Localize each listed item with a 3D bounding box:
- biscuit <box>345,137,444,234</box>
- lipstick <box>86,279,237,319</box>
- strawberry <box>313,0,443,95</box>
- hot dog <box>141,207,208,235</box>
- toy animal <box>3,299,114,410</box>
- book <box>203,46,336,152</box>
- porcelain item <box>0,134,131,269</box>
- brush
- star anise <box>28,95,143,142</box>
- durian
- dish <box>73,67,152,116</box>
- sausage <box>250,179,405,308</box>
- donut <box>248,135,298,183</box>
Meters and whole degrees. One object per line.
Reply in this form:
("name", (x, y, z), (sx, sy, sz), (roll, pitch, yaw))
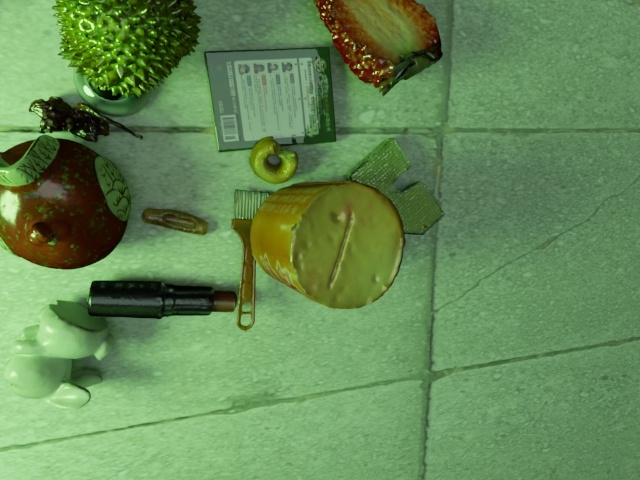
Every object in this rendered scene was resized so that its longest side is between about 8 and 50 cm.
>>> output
("biscuit", (0.184, -0.112, 1.035), (0.147, 0.046, 0.250), (-43, 110, -5))
("lipstick", (-0.329, 0.127, 0.914), (0.300, 0.081, 0.081), (6, 100, -24))
("strawberry", (0.103, -0.453, 0.910), (0.233, 0.138, 0.306), (-37, 85, -26))
("hot dog", (-0.306, -0.042, 0.911), (0.137, 0.028, 0.044), (16, 90, -18))
("toy animal", (-0.511, 0.227, 0.855), (0.178, 0.127, 0.193), (23, 92, -22))
("book", (-0.100, -0.300, 0.916), (0.264, 0.027, 0.202), (-9, 105, -15))
("porcelain item", (-0.466, -0.057, 0.751), (0.253, 0.253, 0.253), (-4, 103, -16))
("brush", (-0.158, 0.046, 0.950), (0.090, 0.017, 0.314), (2, 92, -29))
("star anise", (-0.430, -0.217, 0.794), (0.191, 0.097, 0.070), (20, 111, -20))
("durian", (-0.320, -0.369, 0.725), (0.200, 0.176, 0.237), (43, 65, 1))
("dish", (-0.390, -0.305, 0.799), (0.141, 0.078, 0.141), (-4, 103, -17))
("sausage", (0.000, 0.000, 0.862), (0.233, 0.287, 0.233), (-3, 98, -23))
("donut", (-0.099, -0.166, 0.926), (0.108, 0.043, 0.097), (23, 110, -25))
